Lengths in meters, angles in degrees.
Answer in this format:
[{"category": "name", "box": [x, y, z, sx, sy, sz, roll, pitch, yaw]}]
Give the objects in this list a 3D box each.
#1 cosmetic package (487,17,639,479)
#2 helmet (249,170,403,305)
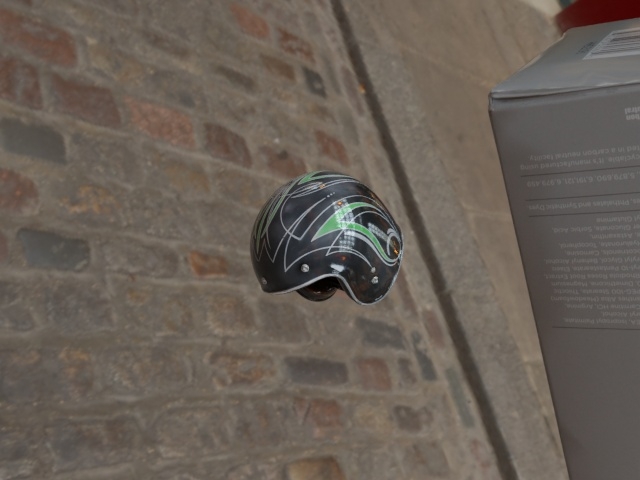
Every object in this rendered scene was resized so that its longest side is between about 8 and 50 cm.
[{"category": "cosmetic package", "box": [0.164, 0.024, 0.395, 0.127, 0.107, 0.238, -40, 123, -51]}, {"category": "helmet", "box": [0.000, 0.000, 1.010, 0.161, 0.169, 0.169, 29, 44, -29]}]
